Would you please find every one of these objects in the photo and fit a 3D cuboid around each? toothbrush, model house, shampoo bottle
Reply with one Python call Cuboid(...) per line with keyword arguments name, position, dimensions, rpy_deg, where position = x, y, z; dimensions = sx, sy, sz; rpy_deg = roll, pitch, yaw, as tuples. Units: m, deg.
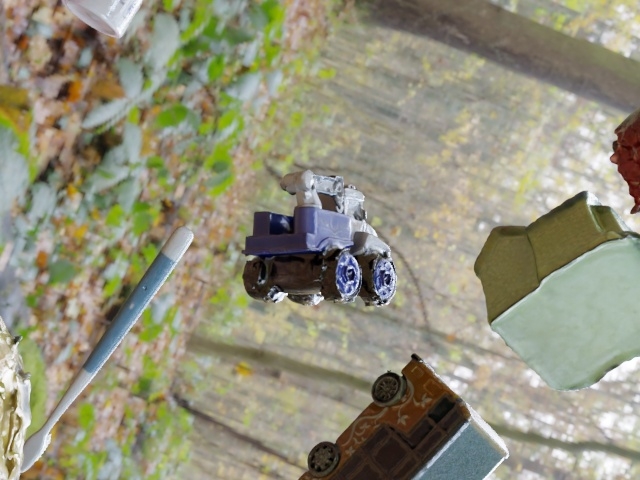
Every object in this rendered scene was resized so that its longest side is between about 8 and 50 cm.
Cuboid(name="toothbrush", position=(-0.196, 0.100, 0.869), dimensions=(0.275, 0.019, 0.025), rpy_deg=(-54, 173, 7))
Cuboid(name="model house", position=(0.324, 0.044, 1.233), dimensions=(0.214, 0.195, 0.189), rpy_deg=(-40, -149, 19))
Cuboid(name="shampoo bottle", position=(-0.223, -0.416, 1.256), dimensions=(0.303, 0.092, 0.092), rpy_deg=(-61, -177, -6))

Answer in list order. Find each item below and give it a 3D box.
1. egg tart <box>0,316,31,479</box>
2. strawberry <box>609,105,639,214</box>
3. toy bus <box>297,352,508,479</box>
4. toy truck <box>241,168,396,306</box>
Cuboid(name="egg tart", position=(-0.220, 0.115, 0.368), dimensions=(0.294, 0.123, 0.294), rpy_deg=(-18, 113, -50))
Cuboid(name="strawberry", position=(0.385, -0.041, 0.804), dimensions=(0.306, 0.233, 0.138), rpy_deg=(-175, -75, -78))
Cuboid(name="toy bus", position=(0.095, 0.309, 1.264), dimensions=(0.275, 0.138, 0.167), rpy_deg=(-45, -141, -2))
Cuboid(name="toy truck", position=(0.000, 0.000, 1.300), dimensions=(0.213, 0.161, 0.177), rpy_deg=(9, 80, -56))
